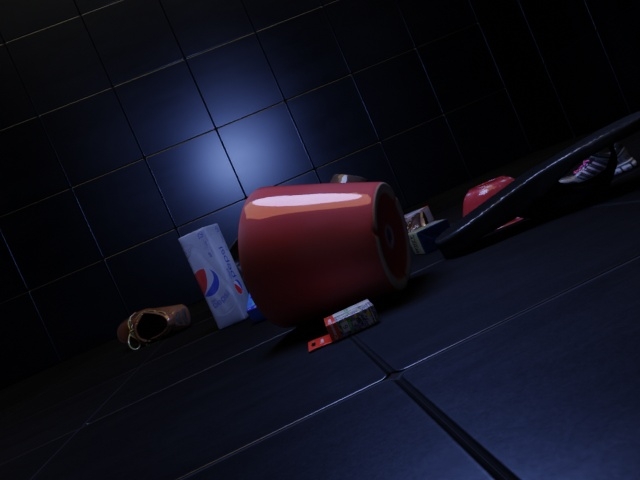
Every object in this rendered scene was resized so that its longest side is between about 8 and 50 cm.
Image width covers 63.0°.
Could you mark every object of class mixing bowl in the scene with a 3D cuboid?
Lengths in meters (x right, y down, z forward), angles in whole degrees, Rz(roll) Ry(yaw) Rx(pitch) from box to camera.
[{"bbox_3d":[0.398,-0.086,1.194,0.181,0.098,0.181,-24,3,1],"label":"mixing bowl"}]

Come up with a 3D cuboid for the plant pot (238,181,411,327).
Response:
[{"bbox_3d":[0.022,0.012,0.961,0.243,0.275,0.275,-11,8,25],"label":"plant pot"}]

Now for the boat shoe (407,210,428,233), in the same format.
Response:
[{"bbox_3d":[0.287,-0.040,1.565,0.073,0.073,0.207,-21,3,16],"label":"boat shoe"}]

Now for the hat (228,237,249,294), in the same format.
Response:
[{"bbox_3d":[-0.245,0.134,1.775,0.133,0.331,0.331,15,7,5],"label":"hat"}]

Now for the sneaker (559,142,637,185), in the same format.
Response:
[{"bbox_3d":[0.614,-0.170,1.187,0.170,0.075,0.063,-23,2,27],"label":"sneaker"}]

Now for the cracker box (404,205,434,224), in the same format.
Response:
[{"bbox_3d":[0.279,-0.044,1.822,0.155,0.067,0.232,-23,3,36],"label":"cracker box"}]

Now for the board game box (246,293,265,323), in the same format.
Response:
[{"bbox_3d":[-0.107,0.110,1.375,0.160,0.047,0.210,-24,28,10],"label":"board game box"}]

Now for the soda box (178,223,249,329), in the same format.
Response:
[{"bbox_3d":[-0.295,0.101,1.504,0.091,0.286,0.098,-23,4,14],"label":"soda box"}]

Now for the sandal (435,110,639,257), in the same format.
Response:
[{"bbox_3d":[0.436,-0.086,1.020,0.445,0.107,0.167,-36,0,17],"label":"sandal"}]

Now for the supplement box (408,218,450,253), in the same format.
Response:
[{"bbox_3d":[0.264,-0.009,1.258,0.083,0.056,0.083,-24,2,-10],"label":"supplement box"}]

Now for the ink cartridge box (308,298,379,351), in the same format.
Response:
[{"bbox_3d":[0.029,0.128,0.797,0.115,0.029,0.063,-23,3,-2],"label":"ink cartridge box"}]

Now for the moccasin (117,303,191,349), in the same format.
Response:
[{"bbox_3d":[-0.669,0.338,2.016,0.380,0.139,0.147,-11,0,35],"label":"moccasin"}]

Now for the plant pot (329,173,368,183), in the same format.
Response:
[{"bbox_3d":[0.075,-0.076,1.576,0.215,0.231,0.215,9,-2,0],"label":"plant pot"}]
